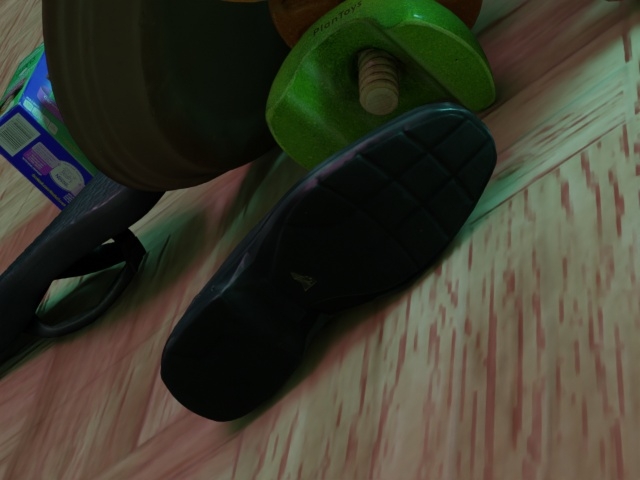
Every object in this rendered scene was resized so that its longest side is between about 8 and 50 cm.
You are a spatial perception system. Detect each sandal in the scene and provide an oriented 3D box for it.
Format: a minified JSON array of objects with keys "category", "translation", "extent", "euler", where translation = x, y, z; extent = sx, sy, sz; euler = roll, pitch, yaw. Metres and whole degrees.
[{"category":"sandal","translation":[-0.149,0.022,0.909],"extent":[0.254,0.054,0.097],"euler":[-38,14,46]}]

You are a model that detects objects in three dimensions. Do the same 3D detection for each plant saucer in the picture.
[{"category":"plant saucer","translation":[-0.034,-0.151,0.771],"extent":[0.041,0.278,0.278],"euler":[21,63,24]}]

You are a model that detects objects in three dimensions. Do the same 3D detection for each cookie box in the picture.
[{"category":"cookie box","translation":[-0.172,-0.076,1.053],"extent":[0.040,0.092,0.107],"euler":[-34,25,23]}]

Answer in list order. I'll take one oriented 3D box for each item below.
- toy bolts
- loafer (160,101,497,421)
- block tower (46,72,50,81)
[{"category":"toy bolts","translation":[0.041,-0.173,0.673],"extent":[0.228,0.218,0.158],"euler":[-27,41,26]},{"category":"loafer","translation":[0.000,0.000,0.641],"extent":[0.170,0.062,0.061],"euler":[-39,18,16]},{"category":"block tower","translation":[-0.038,-0.209,1.037],"extent":[0.091,0.097,0.335],"euler":[-8,45,58]}]
